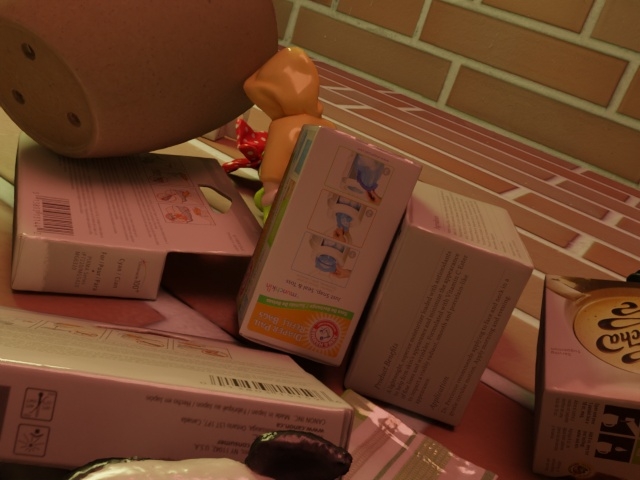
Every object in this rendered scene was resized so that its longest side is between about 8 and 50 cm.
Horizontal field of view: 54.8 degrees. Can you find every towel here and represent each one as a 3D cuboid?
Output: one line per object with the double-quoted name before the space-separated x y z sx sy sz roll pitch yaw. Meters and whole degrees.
"towel" 0.061 0.181 0.500 0.152 0.023 0.113 28 23 22

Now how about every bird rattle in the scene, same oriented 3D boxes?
"bird rattle" -0.046 -0.088 0.991 0.206 0.143 0.253 21 5 -28

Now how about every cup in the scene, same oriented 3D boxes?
"cup" -0.252 -0.232 0.732 0.331 0.331 0.237 25 49 15

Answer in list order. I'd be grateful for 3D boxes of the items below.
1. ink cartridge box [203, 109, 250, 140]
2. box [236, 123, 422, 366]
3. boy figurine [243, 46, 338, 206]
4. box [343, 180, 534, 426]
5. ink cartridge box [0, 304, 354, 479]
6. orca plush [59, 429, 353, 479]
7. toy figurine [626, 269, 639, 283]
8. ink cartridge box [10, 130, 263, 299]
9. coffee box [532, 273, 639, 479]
"ink cartridge box" -0.235 -0.267 1.220 0.181 0.104 0.061 21 22 6
"box" 0.000 0.000 0.602 0.103 0.203 0.114 20 7 -13
"boy figurine" -0.020 -0.080 0.720 0.092 0.285 0.177 -15 5 33
"box" 0.114 0.053 0.633 0.119 0.181 0.182 19 21 2
"ink cartridge box" -0.140 0.104 0.454 0.275 0.060 0.239 12 -5 -13
"orca plush" -0.011 0.178 0.350 0.287 0.151 0.102 8 -7 -18
"toy figurine" 0.669 0.046 1.064 0.148 0.213 0.209 -8 27 -27
"ink cartridge box" -0.218 -0.035 0.732 0.261 0.066 0.296 6 25 -28
"coffee box" 0.351 0.136 0.552 0.297 0.119 0.168 5 35 18
